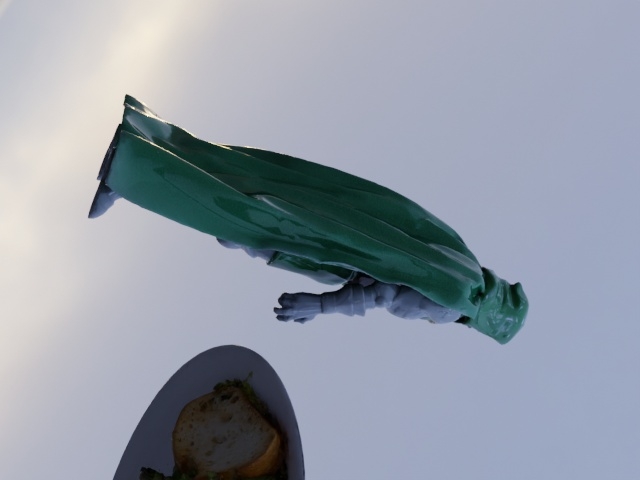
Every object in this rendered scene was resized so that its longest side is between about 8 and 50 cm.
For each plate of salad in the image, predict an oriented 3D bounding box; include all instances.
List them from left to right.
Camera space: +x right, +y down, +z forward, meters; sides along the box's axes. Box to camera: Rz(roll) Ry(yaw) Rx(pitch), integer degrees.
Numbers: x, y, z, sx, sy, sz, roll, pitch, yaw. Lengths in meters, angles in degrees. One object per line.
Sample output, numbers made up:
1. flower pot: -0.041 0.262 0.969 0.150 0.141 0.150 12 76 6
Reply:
1. plate of salad: -0.068 0.141 0.851 0.200 0.048 0.200 -34 -132 49

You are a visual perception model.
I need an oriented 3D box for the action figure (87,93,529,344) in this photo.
1. action figure: 0.000 0.000 0.978 0.137 0.232 0.063 -88 -159 -65
